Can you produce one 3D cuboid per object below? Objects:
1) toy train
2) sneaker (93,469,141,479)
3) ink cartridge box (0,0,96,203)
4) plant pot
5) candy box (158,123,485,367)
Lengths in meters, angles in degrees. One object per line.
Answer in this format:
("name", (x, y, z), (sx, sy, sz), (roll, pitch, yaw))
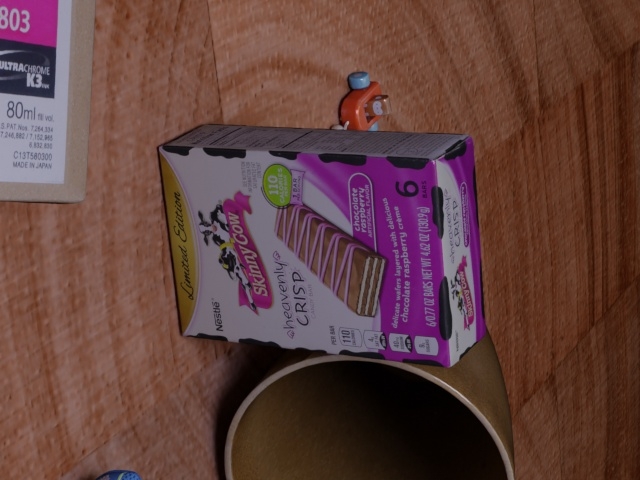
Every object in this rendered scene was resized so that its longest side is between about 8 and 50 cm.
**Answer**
("toy train", (0.045, -0.063, 1.436), (0.125, 0.046, 0.166), (-43, 130, -50))
("sneaker", (-0.168, 0.231, 1.084), (0.240, 0.091, 0.126), (-7, 82, -60))
("ink cartridge box", (-0.230, -0.119, 0.890), (0.234, 0.088, 0.193), (-3, 98, -60))
("plant pot", (0.067, 0.137, 1.355), (0.254, 0.237, 0.237), (-61, 146, -59))
("candy box", (0.000, 0.000, 1.172), (0.071, 0.233, 0.159), (-32, 121, -55))
